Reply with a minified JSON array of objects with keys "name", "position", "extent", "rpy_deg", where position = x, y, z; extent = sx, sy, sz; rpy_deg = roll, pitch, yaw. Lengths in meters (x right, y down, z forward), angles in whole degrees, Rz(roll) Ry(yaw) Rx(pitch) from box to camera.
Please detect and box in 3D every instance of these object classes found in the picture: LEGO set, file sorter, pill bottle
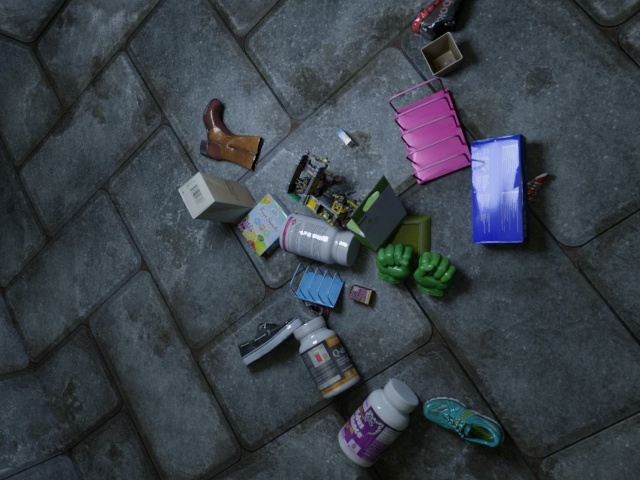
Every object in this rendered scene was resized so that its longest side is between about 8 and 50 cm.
[{"name":"LEGO set","position":[0.040,-0.210,1.697],"extent":[0.331,0.255,0.192],"rpy_deg":[43,122,26]},{"name":"file sorter","position":[-0.015,0.169,1.769],"extent":[0.170,0.104,0.118],"rpy_deg":[12,62,24]},{"name":"pill bottle","position":[0.000,0.000,1.759],"extent":[0.283,0.160,0.160],"rpy_deg":[15,95,24]},{"name":"pill bottle","position":[0.018,0.440,1.740],"extent":[0.162,0.162,0.278],"rpy_deg":[-34,77,20]},{"name":"pill bottle","position":[0.210,0.646,1.645],"extent":[0.169,0.169,0.301],"rpy_deg":[40,104,19]},{"name":"file sorter","position":[0.375,-0.376,1.589],"extent":[0.202,0.182,0.291],"rpy_deg":[-20,81,22]}]

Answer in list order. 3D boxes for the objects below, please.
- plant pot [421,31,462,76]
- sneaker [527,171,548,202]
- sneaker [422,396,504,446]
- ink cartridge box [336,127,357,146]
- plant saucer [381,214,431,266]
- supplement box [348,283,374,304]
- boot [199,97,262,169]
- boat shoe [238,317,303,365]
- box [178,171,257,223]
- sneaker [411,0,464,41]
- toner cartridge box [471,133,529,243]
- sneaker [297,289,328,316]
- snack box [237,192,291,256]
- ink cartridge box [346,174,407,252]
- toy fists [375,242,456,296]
[{"name":"plant pot","position":[0.433,-0.639,1.616],"extent":[0.109,0.096,0.109],"rpy_deg":[-27,77,21]},{"name":"sneaker","position":[0.709,-0.169,1.512],"extent":[0.118,0.042,0.067],"rpy_deg":[-37,71,27]},{"name":"sneaker","position":[0.482,0.616,1.559],"extent":[0.275,0.110,0.107],"rpy_deg":[13,94,24]},{"name":"ink cartridge box","position":[0.103,-0.393,1.782],"extent":[0.028,0.048,0.083],"rpy_deg":[-43,73,17]},{"name":"plant saucer","position":[0.306,0.001,1.686],"extent":[0.188,0.045,0.188],"rpy_deg":[1,89,24]},{"name":"supplement box","position":[0.156,0.205,1.748],"extent":[0.083,0.043,0.055],"rpy_deg":[17,96,23]},{"name":"boot","position":[-0.380,-0.461,1.974],"extent":[0.280,0.096,0.264],"rpy_deg":[16,95,23]},{"name":"boat shoe","position":[-0.220,0.391,1.868],"extent":[0.335,0.121,0.119],"rpy_deg":[-37,79,21]},{"name":"box","position":[-0.404,-0.164,1.859],"extent":[0.121,0.311,0.148],"rpy_deg":[-36,76,19]},{"name":"sneaker","position":[0.456,-0.816,1.610],"extent":[0.276,0.097,0.135],"rpy_deg":[-43,73,19]},{"name":"toner cartridge box","position":[0.595,-0.164,1.525],"extent":[0.165,0.075,0.348],"rpy_deg":[-1,88,38]},{"name":"sneaker","position":[-0.035,0.242,1.820],"extent":[0.158,0.065,0.061],"rpy_deg":[38,103,20]},{"name":"snack box","position":[-0.220,-0.064,1.908],"extent":[0.207,0.070,0.174],"rpy_deg":[-45,72,15]},{"name":"ink cartridge box","position":[0.177,-0.104,1.584],"extent":[0.097,0.255,0.189],"rpy_deg":[34,82,39]},{"name":"toy fists","position":[0.329,0.098,1.609],"extent":[0.279,0.096,0.142],"rpy_deg":[16,121,18]}]
